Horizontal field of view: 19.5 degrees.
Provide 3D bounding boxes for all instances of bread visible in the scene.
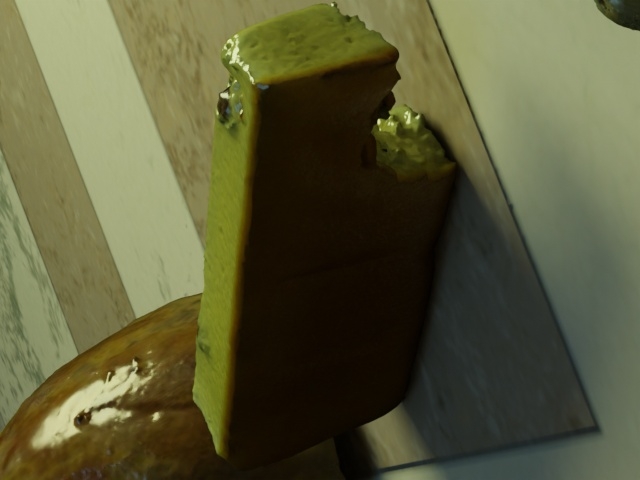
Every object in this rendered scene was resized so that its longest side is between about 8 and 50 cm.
[{"bbox_3d":[0.000,0.000,0.698,0.049,0.088,0.226,60,155,33],"label":"bread"}]

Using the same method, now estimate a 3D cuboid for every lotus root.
[{"bbox_3d":[-0.083,0.136,0.894,0.199,0.180,0.188,110,139,-59],"label":"lotus root"}]

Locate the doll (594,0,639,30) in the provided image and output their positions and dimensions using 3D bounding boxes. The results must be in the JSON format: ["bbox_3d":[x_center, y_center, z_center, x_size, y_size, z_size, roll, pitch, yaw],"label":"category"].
[{"bbox_3d":[0.109,-0.054,0.476,0.093,0.051,0.061,45,163,-17],"label":"doll"}]
